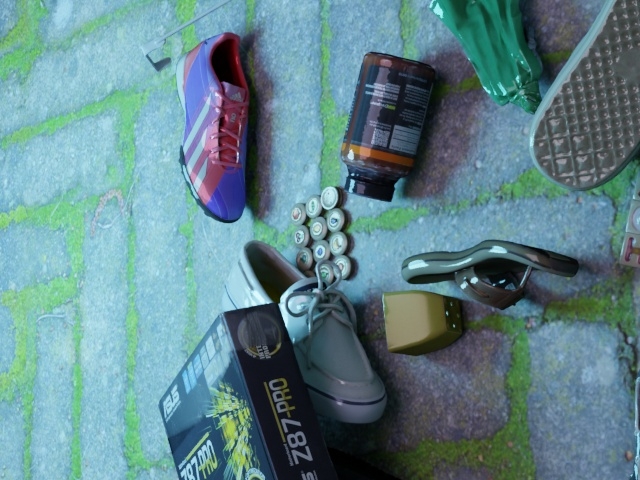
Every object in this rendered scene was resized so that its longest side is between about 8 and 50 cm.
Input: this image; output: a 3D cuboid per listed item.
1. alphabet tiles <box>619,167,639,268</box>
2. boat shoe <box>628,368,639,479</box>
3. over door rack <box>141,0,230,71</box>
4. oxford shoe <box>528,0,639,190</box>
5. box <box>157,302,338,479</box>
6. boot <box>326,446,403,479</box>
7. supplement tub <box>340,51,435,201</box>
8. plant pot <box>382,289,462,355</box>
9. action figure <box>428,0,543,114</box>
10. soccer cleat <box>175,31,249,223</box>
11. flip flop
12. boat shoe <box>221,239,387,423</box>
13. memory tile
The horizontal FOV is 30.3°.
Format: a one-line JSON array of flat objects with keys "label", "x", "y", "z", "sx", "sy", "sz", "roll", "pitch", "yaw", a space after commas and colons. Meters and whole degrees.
[{"label": "alphabet tiles", "x": 0.450, "y": -0.010, "z": 1.327, "sx": 0.237, "sy": 0.009, "sz": 0.198, "roll": 14, "pitch": 94, "yaw": 45}, {"label": "boat shoe", "x": 0.380, "y": 0.277, "z": 1.282, "sx": 0.105, "sy": 0.113, "sz": 0.306, "roll": -14, "pitch": 71, "yaw": 50}, {"label": "over door rack", "x": -0.211, "y": -0.467, "z": 1.938, "sx": 0.324, "sy": 0.108, "sz": 0.239, "roll": -35, "pitch": 58, "yaw": 15}, {"label": "oxford shoe", "x": 0.398, "y": -0.249, "z": 1.332, "sx": 0.169, "sy": 0.130, "sz": 0.449, "roll": 39, "pitch": 110, "yaw": 6}, {"label": "box", "x": -0.107, "y": 0.306, "z": 1.667, "sx": 0.395, "sy": 0.097, "sz": 0.318, "roll": -51, "pitch": 52, "yaw": 58}, {"label": "boot", "x": 0.032, "y": 0.409, "z": 1.621, "sx": 0.246, "sy": 0.094, "sz": 0.207, "roll": 18, "pitch": 93, "yaw": 39}, {"label": "supplement tub", "x": 0.088, "y": -0.156, "z": 1.645, "sx": 0.106, "sy": 0.106, "sz": 0.198, "roll": 20, "pitch": 98, "yaw": 45}, {"label": "plant pot", "x": 0.141, "y": 0.106, "z": 1.574, "sx": 0.083, "sy": 0.081, "sz": 0.081, "roll": -13, "pitch": 74, "yaw": 31}, {"label": "action figure", "x": 0.236, "y": -0.256, "z": 1.541, "sx": 0.137, "sy": 0.063, "sz": 0.232, "roll": -38, "pitch": 55, "yaw": 33}, {"label": "soccer cleat", "x": -0.160, "y": -0.185, "z": 1.899, "sx": 0.116, "sy": 0.108, "sz": 0.318, "roll": -31, "pitch": 59, "yaw": 42}, {"label": "flip flop", "x": 0.209, "y": 0.049, "z": 1.488, "sx": 0.277, "sy": 0.112, "sz": 0.080, "roll": -8, "pitch": 73, "yaw": 49}, {"label": "boat shoe", "x": -0.016, "y": 0.104, "z": 1.687, "sx": 0.367, "sy": 0.136, "sz": 0.156, "roll": 45, "pitch": 129, "yaw": 47}, {"label": "memory tile", "x": 0.000, "y": 0.000, "z": 1.775, "sx": 0.113, "sy": 0.012, "sz": 0.148, "roll": -24, "pitch": 67, "yaw": 40}]
